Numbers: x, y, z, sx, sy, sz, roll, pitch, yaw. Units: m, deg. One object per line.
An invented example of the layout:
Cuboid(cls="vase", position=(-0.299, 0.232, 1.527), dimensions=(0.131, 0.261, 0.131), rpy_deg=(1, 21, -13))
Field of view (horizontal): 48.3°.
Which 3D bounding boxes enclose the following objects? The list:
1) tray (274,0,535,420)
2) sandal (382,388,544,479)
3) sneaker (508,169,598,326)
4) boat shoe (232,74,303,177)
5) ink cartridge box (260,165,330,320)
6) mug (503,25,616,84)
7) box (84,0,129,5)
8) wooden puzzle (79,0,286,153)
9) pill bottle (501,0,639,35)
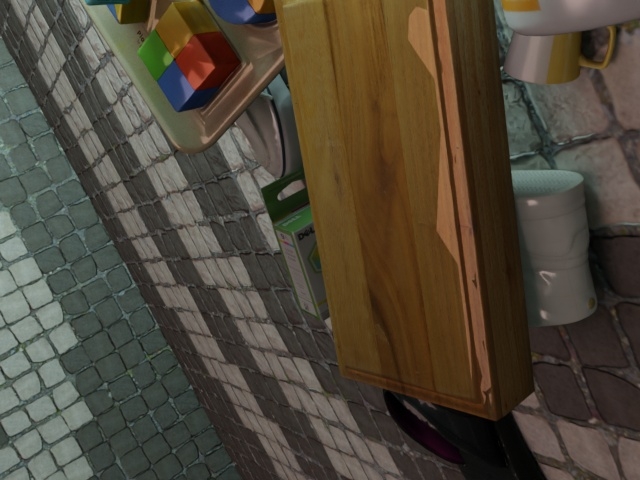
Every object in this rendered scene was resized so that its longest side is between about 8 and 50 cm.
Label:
Cuboid(cls="tray", position=(0.078, -0.046, 0.686), dimensions=(0.203, 0.076, 0.410), rpy_deg=(6, 112, 46))
Cuboid(cls="sandal", position=(0.184, 0.259, 0.989), dimensions=(0.445, 0.107, 0.167), rpy_deg=(58, 154, 3))
Cuboid(cls="sneaker", position=(0.158, 0.012, 0.771), dimensions=(0.293, 0.108, 0.169), rpy_deg=(12, 125, 55))
Cuboid(cls="boat shoe", position=(-0.155, -0.235, 1.004), dimensions=(0.136, 0.157, 0.366), rpy_deg=(14, 131, 59))
Cuboid(cls="ink cartridge box", position=(0.000, 0.000, 1.040), dimensions=(0.062, 0.109, 0.209), rpy_deg=(20, 134, 52))
Cuboid(cls="mug", position=(0.194, -0.170, 0.586), dimensions=(0.062, 0.078, 0.064), rpy_deg=(-98, 7, -57))
Cuboid(cls="box", position=(-0.188, -0.358, 0.757), dimensions=(0.244, 0.060, 0.100), rpy_deg=(-26, 91, 41))
Cuboid(cls="wooden puzzle", position=(-0.154, -0.317, 0.832), dimensions=(0.348, 0.081, 0.322), rpy_deg=(-37, 83, 35))
Cuboid(cls="pill bottle", position=(0.155, -0.274, 0.417), dimensions=(0.152, 0.152, 0.271), rpy_deg=(16, 131, 55))
